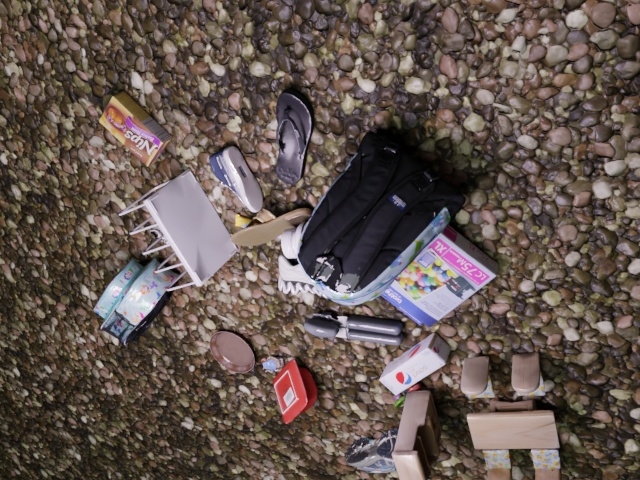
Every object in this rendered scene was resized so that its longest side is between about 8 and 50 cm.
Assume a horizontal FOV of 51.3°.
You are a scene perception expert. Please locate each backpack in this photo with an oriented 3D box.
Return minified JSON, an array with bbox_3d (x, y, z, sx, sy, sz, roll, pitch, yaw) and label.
[{"bbox_3d":[-0.566,0.171,2.078,0.191,0.225,0.253,43,125,-10],"label":"backpack"},{"bbox_3d":[0.110,-0.016,1.538,0.290,0.356,0.273,35,162,15],"label":"backpack"}]

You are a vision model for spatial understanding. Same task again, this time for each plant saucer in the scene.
[{"bbox_3d":[-0.284,0.359,2.176,0.168,0.029,0.169,13,125,19],"label":"plant saucer"}]

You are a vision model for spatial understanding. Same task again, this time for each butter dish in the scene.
[{"bbox_3d":[-0.061,0.471,2.086,0.160,0.118,0.160,-52,46,39],"label":"butter dish"}]

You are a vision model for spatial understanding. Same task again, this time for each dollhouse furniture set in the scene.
[{"bbox_3d":[0.415,0.528,1.748,0.393,0.256,0.362,-8,116,22],"label":"dollhouse furniture set"}]

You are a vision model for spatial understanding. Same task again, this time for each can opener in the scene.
[{"bbox_3d":[0.094,0.258,1.885,0.280,0.093,0.074,3,120,20],"label":"can opener"}]

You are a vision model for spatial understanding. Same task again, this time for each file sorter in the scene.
[{"bbox_3d":[-0.410,-0.023,1.896,0.173,0.193,0.278,-15,112,37],"label":"file sorter"}]

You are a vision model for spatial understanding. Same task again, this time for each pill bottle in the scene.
[{"bbox_3d":[0.000,0.000,1.741,0.193,0.108,0.108,-6,117,24],"label":"pill bottle"}]

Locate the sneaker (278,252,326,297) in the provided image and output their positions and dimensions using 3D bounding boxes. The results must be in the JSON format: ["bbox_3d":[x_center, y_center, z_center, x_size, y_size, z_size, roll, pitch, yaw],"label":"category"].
[{"bbox_3d":[0.008,0.086,1.812,0.291,0.110,0.119,1,111,26],"label":"sneaker"}]

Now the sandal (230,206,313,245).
[{"bbox_3d":[-0.133,-0.057,1.815,0.239,0.079,0.088,-18,147,16],"label":"sandal"}]

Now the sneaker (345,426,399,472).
[{"bbox_3d":[0.222,0.667,2.085,0.282,0.110,0.122,-21,126,38],"label":"sneaker"}]

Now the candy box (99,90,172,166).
[{"bbox_3d":[-0.515,-0.309,1.854,0.186,0.053,0.109,45,129,-3],"label":"candy box"}]

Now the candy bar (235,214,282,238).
[{"bbox_3d":[-0.168,-0.037,1.872,0.161,0.018,0.040,17,126,18],"label":"candy bar"}]

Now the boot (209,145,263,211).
[{"bbox_3d":[-0.228,-0.159,1.801,0.086,0.069,0.190,-13,105,40],"label":"boot"}]

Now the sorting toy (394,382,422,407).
[{"bbox_3d":[0.248,0.440,1.938,0.102,0.061,0.042,-39,63,4],"label":"sorting toy"}]

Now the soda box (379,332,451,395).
[{"bbox_3d":[0.263,0.346,1.859,0.069,0.074,0.216,43,129,-4],"label":"soda box"}]

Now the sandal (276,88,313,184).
[{"bbox_3d":[-0.071,-0.249,1.663,0.097,0.054,0.255,14,125,19],"label":"sandal"}]

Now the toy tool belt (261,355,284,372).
[{"bbox_3d":[-0.160,0.396,2.122,0.083,0.051,0.052,0,119,28],"label":"toy tool belt"}]

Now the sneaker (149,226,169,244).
[{"bbox_3d":[-0.488,-0.008,2.042,0.083,0.037,0.032,39,127,-2],"label":"sneaker"}]

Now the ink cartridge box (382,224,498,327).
[{"bbox_3d":[0.277,0.104,1.696,0.185,0.065,0.311,36,132,-8],"label":"ink cartridge box"}]
